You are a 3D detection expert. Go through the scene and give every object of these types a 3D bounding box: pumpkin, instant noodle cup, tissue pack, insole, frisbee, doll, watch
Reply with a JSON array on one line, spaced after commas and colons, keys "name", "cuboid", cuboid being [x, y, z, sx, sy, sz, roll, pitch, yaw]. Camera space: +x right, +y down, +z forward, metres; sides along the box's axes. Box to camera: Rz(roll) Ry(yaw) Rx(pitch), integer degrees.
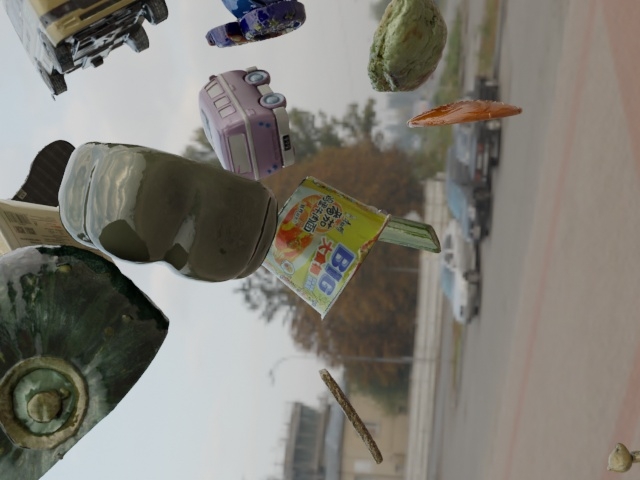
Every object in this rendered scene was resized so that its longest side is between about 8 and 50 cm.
[{"name": "pumpkin", "cuboid": [-0.325, 0.119, 1.044, 0.197, 0.293, 0.263, 47, -176, -11]}, {"name": "instant noodle cup", "cuboid": [0.000, 0.000, 1.554, 0.205, 0.153, 0.205, -54, -2, -3]}, {"name": "tissue pack", "cuboid": [-0.464, 0.027, 1.574, 0.125, 0.159, 0.234, -47, -24, 17]}, {"name": "insole", "cuboid": [-0.579, -0.113, 2.055, 0.012, 0.110, 0.309, -35, 19, 34]}, {"name": "frisbee", "cuboid": [0.238, -0.214, 1.633, 0.192, 0.192, 0.035, -55, -41, -80]}, {"name": "doll", "cuboid": [0.543, 0.380, 1.702, 0.061, 0.093, 0.051, 127, 152, -73]}, {"name": "watch", "cuboid": [-0.130, -0.515, 2.017, 0.171, 0.196, 0.200, -12, 91, 55]}]

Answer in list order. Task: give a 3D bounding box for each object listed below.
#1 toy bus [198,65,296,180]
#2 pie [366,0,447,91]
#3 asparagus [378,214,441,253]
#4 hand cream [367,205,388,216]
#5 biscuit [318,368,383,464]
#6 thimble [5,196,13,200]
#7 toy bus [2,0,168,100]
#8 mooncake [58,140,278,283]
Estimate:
[{"name": "toy bus", "cuboid": [-0.137, -0.218, 1.802, 0.202, 0.142, 0.142, -121, 16, -48]}, {"name": "pie", "cuboid": [0.168, -0.360, 1.847, 0.201, 0.090, 0.248, -57, -23, 7]}, {"name": "asparagus", "cuboid": [0.115, -0.029, 1.976, 0.067, 0.277, 0.060, -51, -34, -51]}, {"name": "hand cream", "cuboid": [0.060, -0.025, 1.699, 0.053, 0.142, 0.084, 30, -120, -34]}, {"name": "biscuit", "cuboid": [0.067, 0.378, 2.145, 0.231, 0.025, 0.131, 57, 177, 0]}, {"name": "thimble", "cuboid": [-0.634, -0.020, 2.081, 0.150, 0.097, 0.150, 25, -118, -61]}, {"name": "toy bus", "cuboid": [-0.351, -0.339, 1.390, 0.202, 0.177, 0.365, 60, 164, -9]}, {"name": "mooncake", "cuboid": [-0.185, -0.033, 1.194, 0.275, 0.274, 0.135, 15, -90, -85]}]
